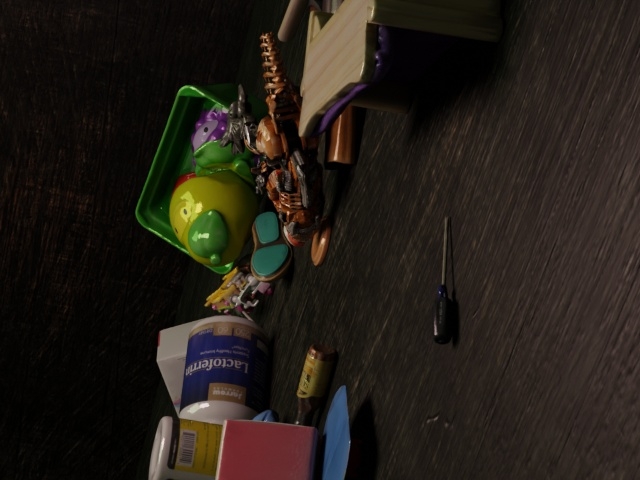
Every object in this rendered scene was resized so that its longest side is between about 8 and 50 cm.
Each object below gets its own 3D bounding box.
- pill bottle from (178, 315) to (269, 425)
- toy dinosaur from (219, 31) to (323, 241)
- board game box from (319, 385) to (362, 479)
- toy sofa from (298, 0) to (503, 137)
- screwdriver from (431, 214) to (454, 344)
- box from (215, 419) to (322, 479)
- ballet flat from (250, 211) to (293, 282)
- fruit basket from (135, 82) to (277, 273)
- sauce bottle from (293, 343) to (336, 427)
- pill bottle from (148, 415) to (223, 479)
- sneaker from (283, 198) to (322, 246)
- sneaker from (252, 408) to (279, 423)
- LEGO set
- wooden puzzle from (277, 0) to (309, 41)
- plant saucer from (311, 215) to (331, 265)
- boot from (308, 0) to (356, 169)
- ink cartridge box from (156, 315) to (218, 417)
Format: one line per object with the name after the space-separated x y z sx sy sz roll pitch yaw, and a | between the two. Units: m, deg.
-0.174 0.281 2.203 0.153 0.153 0.264 116 161 -52 | pill bottle
-0.049 -0.165 1.936 0.218 0.164 0.322 -124 44 -61 | toy dinosaur
0.032 0.264 1.514 0.168 0.033 0.133 -95 18 -55 | board game box
0.085 -0.227 1.456 0.362 0.150 0.177 150 126 -75 | toy sofa
0.129 0.039 1.301 0.025 0.024 0.170 -33 36 33 | screwdriver
-0.072 0.365 1.600 0.148 0.127 0.232 79 -164 -68 | box
-0.086 0.029 2.283 0.232 0.080 0.073 -93 -10 -59 | ballet flat
-0.226 -0.098 2.462 0.392 0.283 0.392 -56 -9 -14 | fruit basket
-0.011 0.212 1.759 0.042 0.042 0.128 -115 38 -72 | sauce bottle
-0.152 0.344 1.889 0.119 0.208 0.119 -168 90 -78 | pill bottle
-0.017 -0.064 2.077 0.065 0.061 0.158 -27 48 41 | sneaker
-0.098 0.363 2.014 0.078 0.067 0.188 -47 -28 -70 | sneaker
-0.151 0.120 2.484 0.132 0.107 0.287 -43 9 1 | LEGO set
0.014 -0.598 2.383 0.322 0.080 0.347 120 163 -57 | wooden puzzle
0.000 0.000 1.987 0.083 0.013 0.083 -168 90 -78 | plant saucer
0.035 -0.254 1.986 0.264 0.096 0.280 -160 70 -77 | boot
-0.236 0.265 2.426 0.128 0.127 0.176 -104 -1 -66 | ink cartridge box
